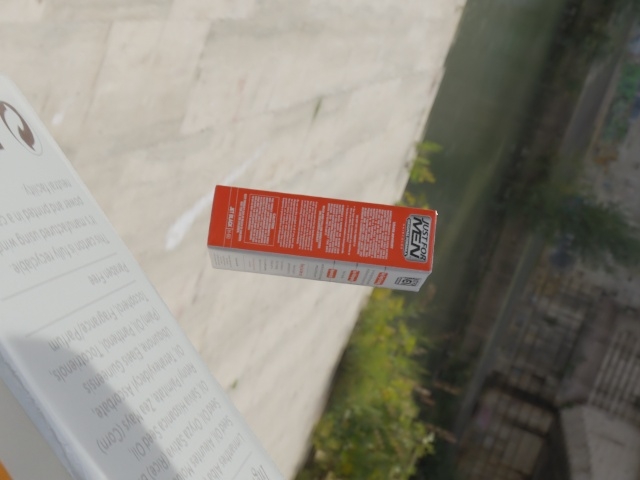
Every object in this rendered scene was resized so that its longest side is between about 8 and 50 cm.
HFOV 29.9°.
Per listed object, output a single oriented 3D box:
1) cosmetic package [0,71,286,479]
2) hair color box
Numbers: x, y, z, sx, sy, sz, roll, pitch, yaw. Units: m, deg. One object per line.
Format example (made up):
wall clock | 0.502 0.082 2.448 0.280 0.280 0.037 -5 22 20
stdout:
cosmetic package | -0.109 0.182 0.452 0.230 0.453 0.161 -34 -179 10
hair color box | 0.000 0.000 0.777 0.072 0.141 0.043 104 -6 -77
